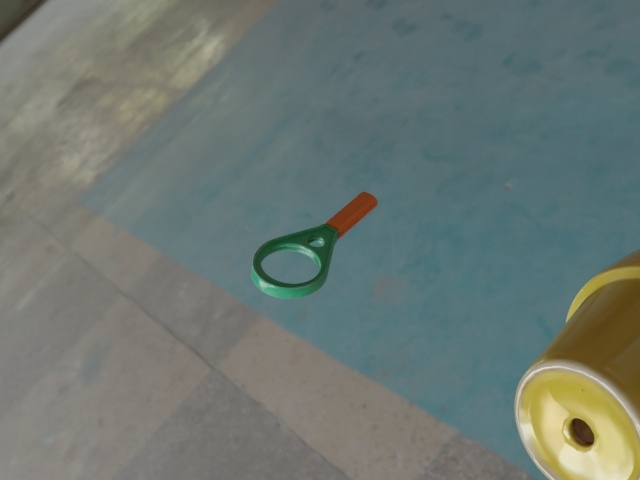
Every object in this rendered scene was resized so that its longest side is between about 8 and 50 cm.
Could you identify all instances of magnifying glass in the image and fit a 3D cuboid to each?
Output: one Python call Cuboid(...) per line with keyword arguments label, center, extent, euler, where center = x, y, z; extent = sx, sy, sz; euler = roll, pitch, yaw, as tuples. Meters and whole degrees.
Cuboid(label="magnifying glass", center=(0.000, 0.000, 1.197), extent=(0.092, 0.026, 0.231), euler=(28, 42, 23))

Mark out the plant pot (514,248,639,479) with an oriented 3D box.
Cuboid(label="plant pot", center=(0.344, 0.158, 1.020), extent=(0.239, 0.253, 0.254), euler=(-24, 14, -36))
